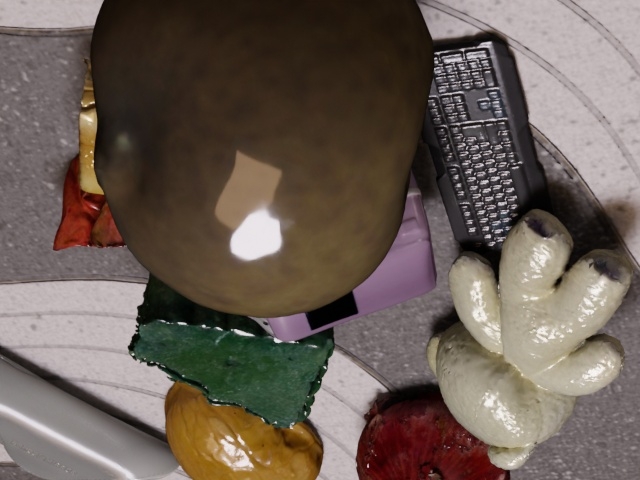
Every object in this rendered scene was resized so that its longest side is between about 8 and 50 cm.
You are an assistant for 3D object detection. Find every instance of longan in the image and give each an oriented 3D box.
[{"bbox_3d":[-0.044,-0.111,1.316,0.288,0.288,0.350,4,91,10],"label":"longan"}]

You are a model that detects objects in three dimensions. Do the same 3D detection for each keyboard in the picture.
[{"bbox_3d":[0.151,-0.083,1.512,0.106,0.016,0.262,-5,133,19],"label":"keyboard"}]

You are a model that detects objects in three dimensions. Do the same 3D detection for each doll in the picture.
[{"bbox_3d":[0.220,0.087,1.601,0.149,0.175,0.278,-12,144,-31],"label":"doll"}]

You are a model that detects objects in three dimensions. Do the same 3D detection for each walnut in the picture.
[{"bbox_3d":[-0.100,0.252,1.863,0.211,0.087,0.167,38,135,-23],"label":"walnut"}]

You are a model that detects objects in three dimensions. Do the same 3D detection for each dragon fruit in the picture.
[{"bbox_3d":[-0.168,-0.006,1.613,0.192,0.092,0.122,8,136,6],"label":"dragon fruit"}]

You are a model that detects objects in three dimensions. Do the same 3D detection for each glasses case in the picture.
[{"bbox_3d":[-0.322,0.227,1.893,0.308,0.083,0.128,30,133,-16],"label":"glasses case"}]

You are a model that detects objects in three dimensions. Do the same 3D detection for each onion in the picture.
[{"bbox_3d":[0.113,0.259,1.775,0.184,0.147,0.184,11,116,23],"label":"onion"}]

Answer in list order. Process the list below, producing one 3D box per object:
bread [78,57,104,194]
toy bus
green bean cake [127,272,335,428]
[{"bbox_3d":[-0.151,-0.098,1.522,0.173,0.085,0.134,13,134,2],"label":"bread"},{"bbox_3d":[0.000,0.000,1.494,0.202,0.142,0.142,-19,155,-1],"label":"toy bus"},{"bbox_3d":[-0.098,0.106,1.674,0.208,0.107,0.193,7,146,-12],"label":"green bean cake"}]
